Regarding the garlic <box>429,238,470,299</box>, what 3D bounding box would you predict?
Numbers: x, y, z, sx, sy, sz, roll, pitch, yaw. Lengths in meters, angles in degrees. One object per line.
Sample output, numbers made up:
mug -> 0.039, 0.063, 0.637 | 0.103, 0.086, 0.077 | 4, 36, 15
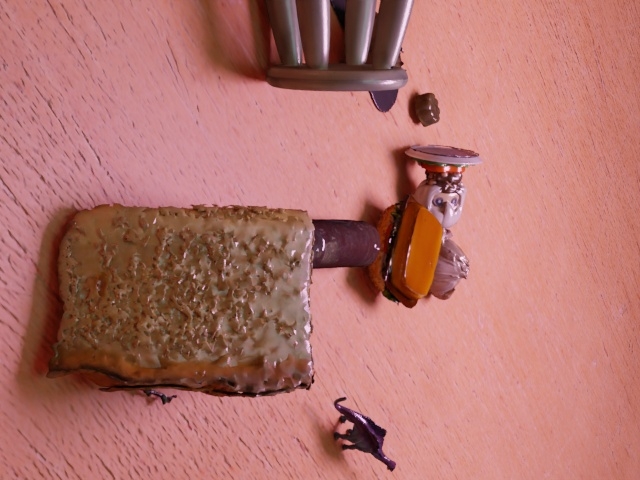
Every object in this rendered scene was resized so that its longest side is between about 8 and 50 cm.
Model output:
garlic -> 0.205, 0.050, 2.104 | 0.074, 0.094, 0.113 | -14, 116, -13

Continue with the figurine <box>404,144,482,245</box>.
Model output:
figurine -> 0.194, -0.074, 2.067 | 0.132, 0.132, 0.154 | -12, 112, -56

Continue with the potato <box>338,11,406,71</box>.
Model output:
potato -> 0.067, -0.282, 1.870 | 0.101, 0.089, 0.172 | 63, 3, 6

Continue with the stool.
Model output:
stool -> 0.021, -0.305, 1.704 | 0.195, 0.195, 0.199 | -5, 100, -21

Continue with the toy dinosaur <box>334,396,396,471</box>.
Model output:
toy dinosaur -> 0.062, 0.289, 1.883 | 0.197, 0.080, 0.045 | 58, 48, -39

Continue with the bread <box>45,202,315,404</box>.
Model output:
bread -> -0.175, 0.078, 1.543 | 0.315, 0.279, 0.249 | 4, 84, -14

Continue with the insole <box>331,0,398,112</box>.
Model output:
insole -> 0.061, -0.343, 1.947 | 0.109, 0.007, 0.322 | -52, 132, -39

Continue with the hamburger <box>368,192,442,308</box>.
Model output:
hamburger -> 0.129, 0.021, 1.978 | 0.137, 0.087, 0.166 | 43, 57, -49

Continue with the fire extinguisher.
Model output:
fire extinguisher -> 0.000, 0.000, 1.773 | 0.267, 0.089, 0.072 | 0, 58, -59

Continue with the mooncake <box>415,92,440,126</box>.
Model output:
mooncake -> 0.208, -0.361, 2.138 | 0.150, 0.057, 0.347 | 3, 93, -69
